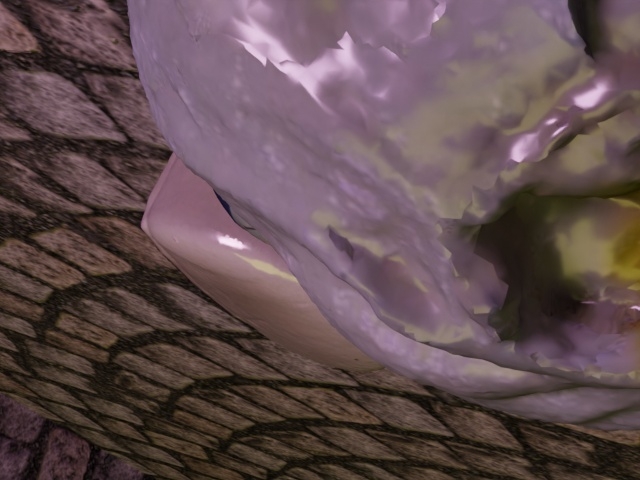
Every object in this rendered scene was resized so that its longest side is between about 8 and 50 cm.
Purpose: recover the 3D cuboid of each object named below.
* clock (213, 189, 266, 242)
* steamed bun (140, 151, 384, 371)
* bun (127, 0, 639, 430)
[{"bbox_3d":[0.040,-0.045,0.932,0.243,0.147,0.199,26,123,-23],"label":"clock"},{"bbox_3d":[0.000,0.000,1.097,0.164,0.146,0.242,12,159,34],"label":"steamed bun"},{"bbox_3d":[0.112,-0.071,0.517,0.361,0.211,0.362,3,126,4],"label":"bun"}]
